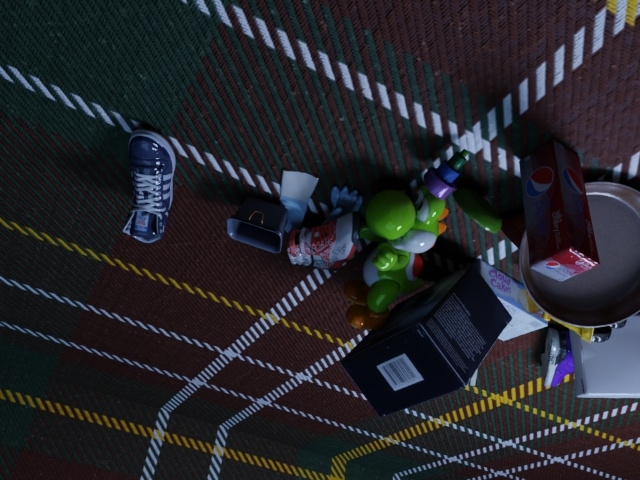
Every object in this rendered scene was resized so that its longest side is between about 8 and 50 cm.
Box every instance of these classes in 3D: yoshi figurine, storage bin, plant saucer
[{"bbox_3d":[0.140,0.020,1.359,0.203,0.203,0.362,39,121,23],"label":"yoshi figurine"},{"bbox_3d":[-0.141,-0.048,1.406,0.135,0.091,0.098,17,145,6],"label":"storage bin"},{"bbox_3d":[0.572,0.029,1.259,0.310,0.311,0.050,1,-171,4],"label":"plant saucer"}]

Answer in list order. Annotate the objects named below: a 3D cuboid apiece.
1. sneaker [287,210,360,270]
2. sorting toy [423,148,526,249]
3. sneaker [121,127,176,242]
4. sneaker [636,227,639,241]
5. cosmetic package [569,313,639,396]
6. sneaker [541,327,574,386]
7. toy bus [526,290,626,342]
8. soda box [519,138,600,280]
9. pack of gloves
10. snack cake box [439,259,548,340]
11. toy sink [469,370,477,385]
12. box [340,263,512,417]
[{"bbox_3d":[0.000,0.001,1.407,0.145,0.090,0.270,9,158,-9],"label":"sneaker"},{"bbox_3d":[0.385,-0.090,1.267,0.365,0.127,0.126,27,118,-27],"label":"sorting toy"},{"bbox_3d":[-0.387,-0.107,1.332,0.099,0.153,0.282,10,145,-3],"label":"sneaker"},{"bbox_3d":[0.658,0.001,1.342,0.297,0.111,0.129,-7,121,21],"label":"sneaker"},{"bbox_3d":[0.877,0.307,1.577,0.384,0.217,0.156,-2,162,15],"label":"cosmetic package"},{"bbox_3d":[0.758,0.367,1.814,0.146,0.102,0.293,-2,144,12],"label":"sneaker"},{"bbox_3d":[0.625,0.129,1.445,0.211,0.220,0.150,20,117,44],"label":"toy bus"},{"bbox_3d":[0.448,-0.060,1.132,0.083,0.263,0.092,25,142,-25],"label":"soda box"},{"bbox_3d":[-0.013,-0.060,1.418,0.195,0.046,0.232,12,145,-6],"label":"pack of gloves"},{"bbox_3d":[0.463,0.167,1.604,0.264,0.089,0.152,28,142,-26],"label":"snack cake box"},{"bbox_3d":[0.398,0.318,1.777,0.131,0.153,0.234,0,145,11],"label":"toy sink"},{"bbox_3d":[0.255,0.242,1.452,0.183,0.294,0.296,54,134,1],"label":"box"}]
